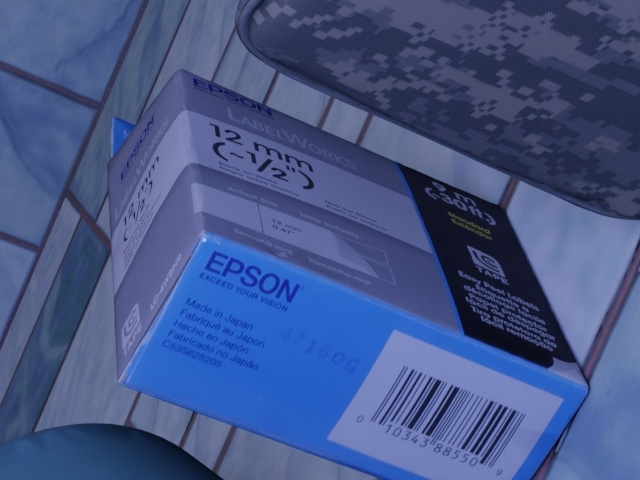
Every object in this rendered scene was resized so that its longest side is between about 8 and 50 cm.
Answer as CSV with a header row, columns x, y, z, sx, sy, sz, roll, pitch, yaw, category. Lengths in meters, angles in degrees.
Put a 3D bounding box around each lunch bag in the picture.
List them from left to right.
x,y,z,sx,sy,sz,roll,pitch,yaw,category
0.126,-0.187,0.874,0.212,0.305,0.256,-38,38,51,lunch bag

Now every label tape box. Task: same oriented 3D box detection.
x,y,z,sx,sy,sz,roll,pitch,yaw,category
0.000,0.000,1.072,0.115,0.249,0.348,-60,20,23,label tape box

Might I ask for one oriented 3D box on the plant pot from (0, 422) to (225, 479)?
x,y,z,sx,sy,sz,roll,pitch,yaw,category
-0.101,0.279,1.015,0.235,0.293,0.293,14,82,54,plant pot
